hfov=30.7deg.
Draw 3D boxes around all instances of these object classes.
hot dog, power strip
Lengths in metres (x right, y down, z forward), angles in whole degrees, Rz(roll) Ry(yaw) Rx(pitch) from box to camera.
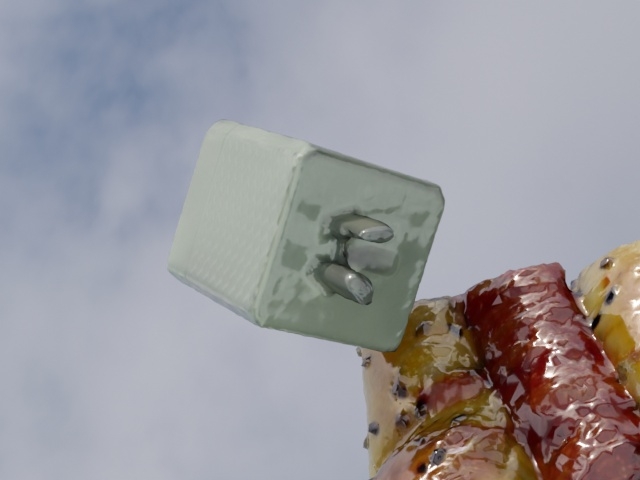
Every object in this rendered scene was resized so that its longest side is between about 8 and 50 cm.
[{"bbox_3d":[0.187,0.185,0.838,0.367,0.365,0.196,-16,-41,22],"label":"hot dog"},{"bbox_3d":[0.000,0.000,0.891,0.140,0.224,0.139,16,-87,-33],"label":"power strip"}]
